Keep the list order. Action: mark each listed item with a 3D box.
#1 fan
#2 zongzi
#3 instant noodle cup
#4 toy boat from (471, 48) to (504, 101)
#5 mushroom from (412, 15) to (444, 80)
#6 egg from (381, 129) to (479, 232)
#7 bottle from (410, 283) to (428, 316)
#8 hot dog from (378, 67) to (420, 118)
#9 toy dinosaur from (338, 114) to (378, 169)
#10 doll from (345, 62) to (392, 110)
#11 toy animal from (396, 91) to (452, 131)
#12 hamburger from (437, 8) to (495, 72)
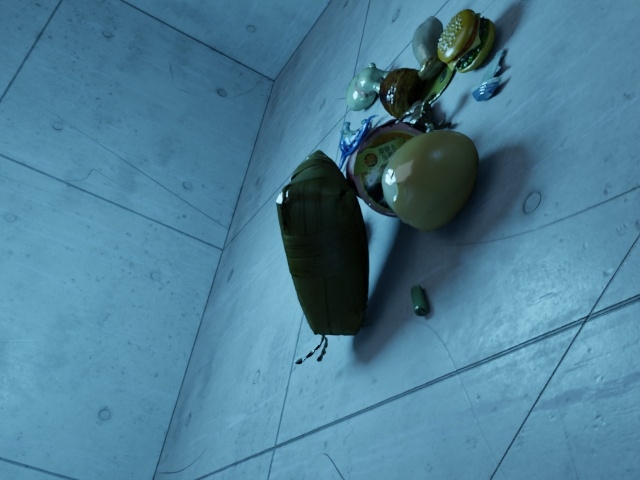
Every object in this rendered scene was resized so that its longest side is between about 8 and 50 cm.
[{"bbox_3d":[0.354,-0.527,1.990,0.335,0.011,0.229,-68,18,-9],"label":"fan"},{"bbox_3d":[0.037,0.029,1.828,0.467,0.218,0.500,-68,-30,-68],"label":"zongzi"},{"bbox_3d":[0.169,-0.181,1.775,0.244,0.244,0.255,-66,12,-1],"label":"instant noodle cup"},{"bbox_3d":[0.408,-0.403,1.657,0.105,0.034,0.149,-41,31,48],"label":"toy boat"},{"bbox_3d":[0.320,-0.567,1.982,0.097,0.088,0.213,-15,53,27],"label":"mushroom"},{"bbox_3d":[0.248,-0.139,1.517,0.244,0.201,0.201,-44,25,17],"label":"egg"},{"bbox_3d":[0.220,0.133,1.511,0.030,0.030,0.083,-55,20,29],"label":"bottle"},{"bbox_3d":[0.238,-0.458,2.064,0.227,0.099,0.161,-103,35,-69],"label":"hot dog"},{"bbox_3d":[0.109,-0.353,2.349,0.329,0.076,0.144,-54,28,38],"label":"toy dinosaur"},{"bbox_3d":[0.154,-0.542,2.391,0.275,0.113,0.155,-9,61,67],"label":"doll"},{"bbox_3d":[0.275,-0.332,1.843,0.186,0.093,0.214,-42,20,33],"label":"toy animal"},{"bbox_3d":[0.377,-0.517,1.754,0.162,0.115,0.162,-55,21,33],"label":"hamburger"}]
